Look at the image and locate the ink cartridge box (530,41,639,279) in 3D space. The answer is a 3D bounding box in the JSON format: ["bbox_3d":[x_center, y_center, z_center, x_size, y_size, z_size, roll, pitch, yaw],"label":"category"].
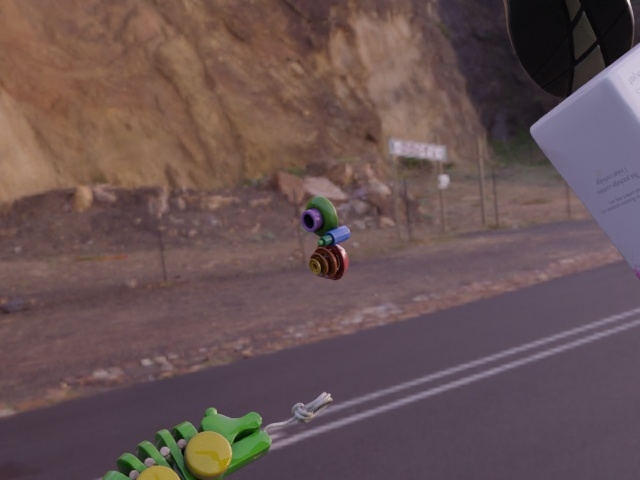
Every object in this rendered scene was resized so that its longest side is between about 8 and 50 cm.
[{"bbox_3d":[0.198,-0.007,0.361,0.115,0.198,0.067,-37,-1,-19],"label":"ink cartridge box"}]

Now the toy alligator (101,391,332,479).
[{"bbox_3d":[-0.076,0.133,0.547,0.189,0.051,0.056,-31,-23,-34],"label":"toy alligator"}]

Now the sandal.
[{"bbox_3d":[0.223,-0.282,0.859,0.120,0.303,0.086,-21,23,29],"label":"sandal"}]

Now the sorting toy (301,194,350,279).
[{"bbox_3d":[0.000,0.000,0.994,0.042,0.102,0.061,-21,3,-38],"label":"sorting toy"}]
